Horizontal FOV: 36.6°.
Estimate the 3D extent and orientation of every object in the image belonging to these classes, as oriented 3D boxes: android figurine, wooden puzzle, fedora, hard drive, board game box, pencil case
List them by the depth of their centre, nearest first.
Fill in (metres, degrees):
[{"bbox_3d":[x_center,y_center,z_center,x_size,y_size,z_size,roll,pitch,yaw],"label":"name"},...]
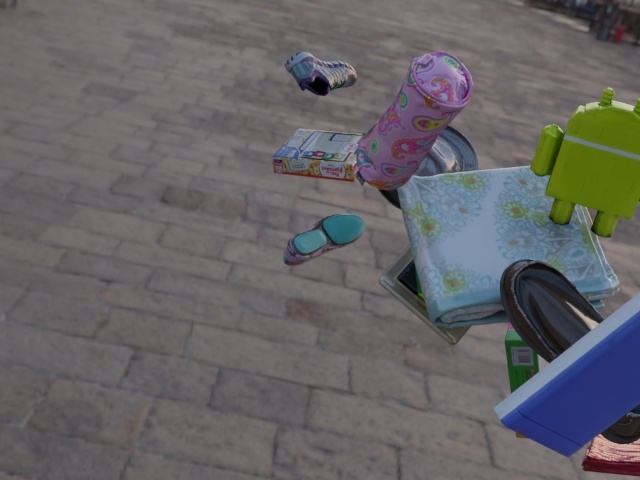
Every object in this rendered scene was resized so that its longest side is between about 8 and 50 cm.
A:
[{"bbox_3d":[0.429,0.185,1.395,0.210,0.319,0.040,31,23,-43],"label":"hard drive"},{"bbox_3d":[0.154,-0.200,1.675,0.124,0.284,0.124,10,59,-17],"label":"pencil case"},{"bbox_3d":[0.521,-0.144,1.787,0.248,0.272,0.056,16,26,11],"label":"android figurine"},{"bbox_3d":[0.459,0.231,2.060,0.064,0.242,0.316,-1,25,21],"label":"board game box"},{"bbox_3d":[0.280,0.078,2.130,0.221,0.238,0.044,41,-21,7],"label":"wooden puzzle"},{"bbox_3d":[0.009,-0.193,2.154,0.194,0.045,0.146,8,35,23],"label":"board game box"},{"bbox_3d":[0.242,-0.186,2.385,0.275,0.243,0.124,29,9,20],"label":"fedora"}]

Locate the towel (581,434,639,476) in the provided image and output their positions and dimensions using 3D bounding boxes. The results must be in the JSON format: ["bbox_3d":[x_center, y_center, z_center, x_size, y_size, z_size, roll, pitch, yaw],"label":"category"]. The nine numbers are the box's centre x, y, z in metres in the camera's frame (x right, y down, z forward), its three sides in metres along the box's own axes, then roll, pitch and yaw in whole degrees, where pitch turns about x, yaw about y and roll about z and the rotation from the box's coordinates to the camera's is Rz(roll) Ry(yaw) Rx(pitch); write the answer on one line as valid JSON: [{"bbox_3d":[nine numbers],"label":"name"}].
[{"bbox_3d":[0.592,0.388,1.779,0.199,0.031,0.275,2,3,19],"label":"towel"}]

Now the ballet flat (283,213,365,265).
[{"bbox_3d":[0.000,0.000,2.070,0.222,0.079,0.076,-25,80,-42],"label":"ballet flat"}]

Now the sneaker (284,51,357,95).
[{"bbox_3d":[0.012,-0.363,2.235,0.224,0.083,0.098,3,56,-47],"label":"sneaker"}]

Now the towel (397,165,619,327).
[{"bbox_3d":[0.360,0.004,1.884,0.375,0.090,0.320,-5,55,-9],"label":"towel"}]

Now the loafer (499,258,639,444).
[{"bbox_3d":[0.453,0.170,1.654,0.134,0.130,0.366,-33,74,-16],"label":"loafer"}]
